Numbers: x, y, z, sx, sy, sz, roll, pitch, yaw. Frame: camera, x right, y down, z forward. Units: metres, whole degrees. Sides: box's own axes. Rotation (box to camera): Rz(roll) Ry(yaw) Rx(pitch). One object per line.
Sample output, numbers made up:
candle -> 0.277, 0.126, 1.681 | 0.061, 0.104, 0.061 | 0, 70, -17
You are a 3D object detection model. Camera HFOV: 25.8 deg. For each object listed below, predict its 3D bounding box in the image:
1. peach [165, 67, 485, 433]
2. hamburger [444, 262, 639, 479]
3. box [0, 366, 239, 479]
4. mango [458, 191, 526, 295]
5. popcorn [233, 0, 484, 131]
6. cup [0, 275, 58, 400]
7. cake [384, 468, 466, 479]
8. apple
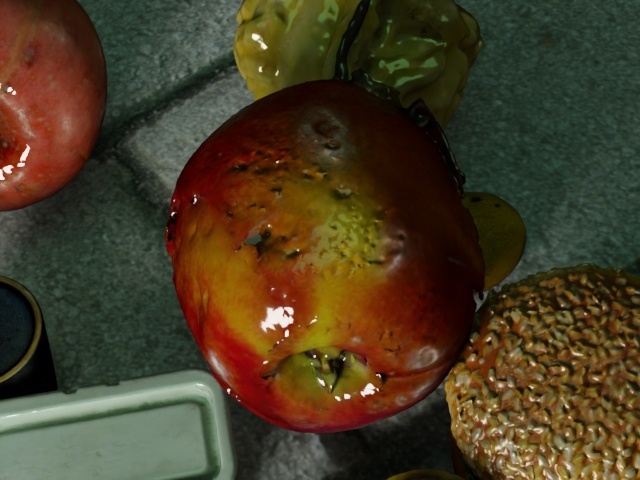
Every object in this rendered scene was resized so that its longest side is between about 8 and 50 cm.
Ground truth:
peach -> 0.000, 0.000, 1.638 | 0.353, 0.339, 0.416 | 25, 43, -22
hamburger -> 0.307, 0.202, 1.657 | 0.330, 0.250, 0.330 | -1, 55, 2
box -> -0.252, 0.286, 1.661 | 0.312, 0.182, 0.175 | -9, 55, -5
mango -> 0.153, 0.016, 1.877 | 0.262, 0.109, 0.157 | -22, 62, -11
popcorn -> 0.044, -0.244, 1.908 | 0.349, 0.349, 0.382 | 1, 17, 3
cup -> -0.444, 0.139, 1.773 | 0.239, 0.177, 0.166 | 32, 63, 21
cake -> 0.108, 0.334, 1.538 | 0.185, 0.178, 0.208 | -26, 42, 2
apple -> -0.474, -0.228, 1.930 | 0.364, 0.364, 0.364 | -1, 55, 1
